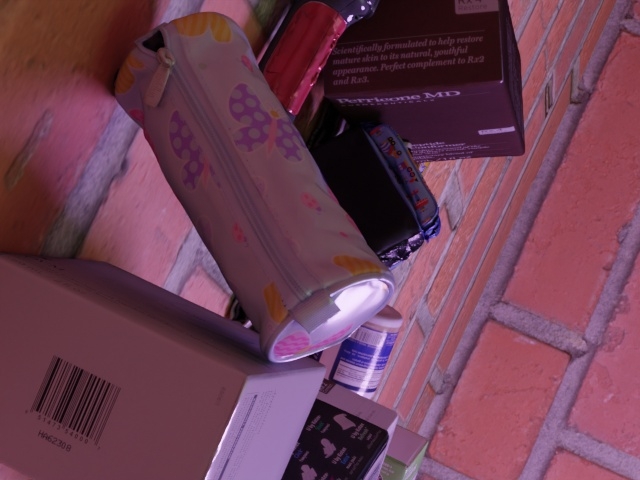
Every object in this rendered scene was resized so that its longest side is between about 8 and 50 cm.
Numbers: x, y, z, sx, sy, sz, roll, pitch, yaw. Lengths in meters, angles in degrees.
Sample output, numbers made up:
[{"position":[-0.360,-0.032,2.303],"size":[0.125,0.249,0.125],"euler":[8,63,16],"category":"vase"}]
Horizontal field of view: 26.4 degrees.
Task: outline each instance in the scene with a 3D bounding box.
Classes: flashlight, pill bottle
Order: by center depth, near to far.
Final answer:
[{"position":[-0.022,-0.159,1.310],"size":[0.304,0.103,0.103],"euler":[-61,170,-15],"category":"flashlight"},{"position":[0.042,0.180,2.053],"size":[0.186,0.112,0.112],"euler":[-69,166,12],"category":"pill bottle"}]

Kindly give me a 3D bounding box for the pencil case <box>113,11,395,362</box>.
[{"position":[-0.052,-0.043,1.027],"size":[0.113,0.273,0.124],"euler":[-28,160,-9],"category":"pencil case"}]

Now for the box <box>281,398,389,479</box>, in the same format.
[{"position":[-0.095,0.221,1.297],"size":[0.143,0.270,0.165],"euler":[-45,155,-55],"category":"box"}]

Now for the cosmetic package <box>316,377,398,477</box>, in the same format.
[{"position":[-0.018,0.288,1.857],"size":[0.151,0.184,0.151],"euler":[-42,152,-58],"category":"cosmetic package"}]

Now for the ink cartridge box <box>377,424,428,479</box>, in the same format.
[{"position":[0.031,0.411,2.201],"size":[0.115,0.198,0.273],"euler":[-38,148,-62],"category":"ink cartridge box"}]

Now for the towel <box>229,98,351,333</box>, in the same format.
[{"position":[0.000,0.000,1.736],"size":[0.312,0.056,0.324],"euler":[-65,165,-5],"category":"towel"}]

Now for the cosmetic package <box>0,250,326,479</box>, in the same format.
[{"position":[-0.143,0.113,1.050],"size":[0.138,0.224,0.225],"euler":[-66,166,2],"category":"cosmetic package"}]

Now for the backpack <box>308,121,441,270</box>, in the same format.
[{"position":[0.061,-0.039,1.535],"size":[0.117,0.158,0.173],"euler":[-29,166,1],"category":"backpack"}]

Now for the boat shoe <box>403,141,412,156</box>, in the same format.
[{"position":[0.086,-0.087,1.649],"size":[0.133,0.049,0.042],"euler":[120,-30,-82],"category":"boat shoe"}]

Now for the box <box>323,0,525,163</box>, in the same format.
[{"position":[0.130,-0.190,1.563],"size":[0.381,0.191,0.143],"euler":[37,51,-74],"category":"box"}]

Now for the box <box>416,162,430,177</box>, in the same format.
[{"position":[0.123,-0.109,1.997],"size":[0.169,0.059,0.054],"euler":[-65,163,-8],"category":"box"}]
